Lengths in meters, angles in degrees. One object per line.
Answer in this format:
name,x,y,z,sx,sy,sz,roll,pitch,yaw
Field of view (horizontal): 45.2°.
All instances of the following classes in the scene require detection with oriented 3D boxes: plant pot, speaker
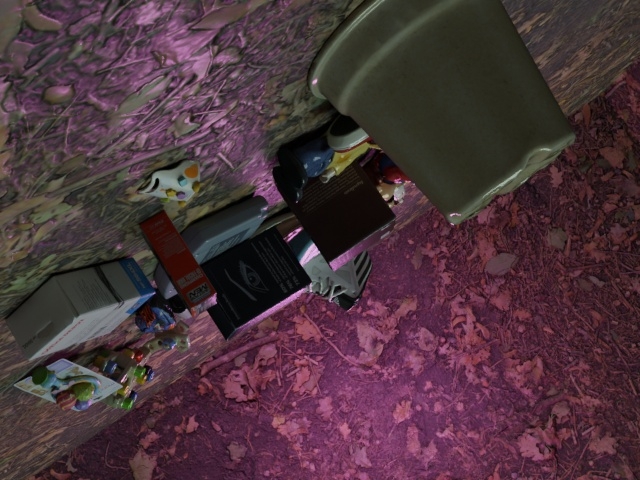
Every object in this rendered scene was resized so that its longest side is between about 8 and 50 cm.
plant pot,0.203,-0.207,1.150,0.333,0.306,0.334,-34,172,-6
speaker,-0.352,0.166,1.950,0.055,0.055,0.136,-33,171,-8

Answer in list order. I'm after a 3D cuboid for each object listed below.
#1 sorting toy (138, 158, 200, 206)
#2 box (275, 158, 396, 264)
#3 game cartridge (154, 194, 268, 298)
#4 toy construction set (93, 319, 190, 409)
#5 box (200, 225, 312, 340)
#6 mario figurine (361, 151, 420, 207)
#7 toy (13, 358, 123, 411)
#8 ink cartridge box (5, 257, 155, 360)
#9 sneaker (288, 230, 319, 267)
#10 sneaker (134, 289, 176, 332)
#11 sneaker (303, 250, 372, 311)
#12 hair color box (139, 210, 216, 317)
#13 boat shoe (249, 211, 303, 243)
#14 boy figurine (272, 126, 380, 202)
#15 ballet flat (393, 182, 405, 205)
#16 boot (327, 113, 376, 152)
sorting toy,-0.227,-0.082,1.137,0.075,0.045,0.083,2,147,-44
box,0.034,-0.071,1.611,0.167,0.203,0.168,-34,171,-2
game cartridge,-0.237,0.020,1.590,0.198,0.062,0.297,-23,167,-35
toy construction set,-0.495,0.328,2.066,0.327,0.151,0.215,-35,151,-54
box,-0.149,0.091,1.635,0.207,0.153,0.108,-29,171,-25
mario figurine,0.194,-0.159,1.862,0.320,0.170,0.198,-38,173,13
toy,-0.580,0.357,1.795,0.136,0.056,0.237,-28,144,8
ink cartridge box,-0.410,0.114,1.329,0.148,0.086,0.203,-38,170,24
sneaker,0.000,0.000,2.018,0.208,0.127,0.319,-10,159,-36
sneaker,-0.392,0.181,1.808,0.087,0.083,0.221,-22,164,-17
sneaker,-0.021,0.119,2.270,0.447,0.258,0.169,-30,171,-28
hair color box,-0.240,0.042,1.301,0.053,0.167,0.093,-32,171,-15
boat shoe,-0.153,0.047,1.839,0.324,0.116,0.123,-34,172,-2
boy figurine,0.043,-0.172,1.462,0.285,0.092,0.177,-27,161,-30
ballet flat,0.232,-0.153,2.354,0.080,0.073,0.232,-35,171,2
boot,0.120,-0.176,1.391,0.244,0.088,0.176,-36,129,-30
